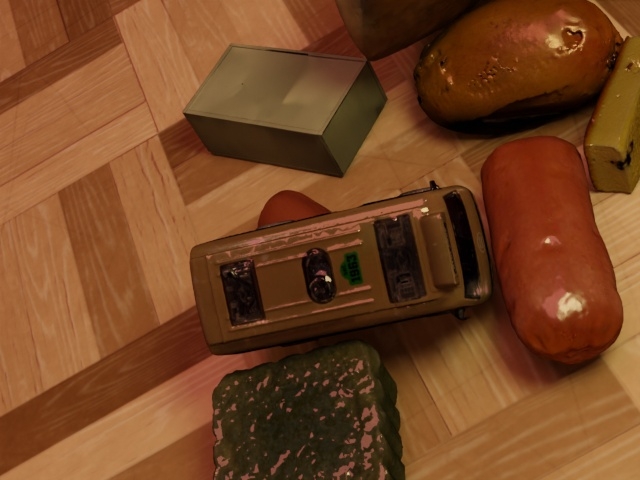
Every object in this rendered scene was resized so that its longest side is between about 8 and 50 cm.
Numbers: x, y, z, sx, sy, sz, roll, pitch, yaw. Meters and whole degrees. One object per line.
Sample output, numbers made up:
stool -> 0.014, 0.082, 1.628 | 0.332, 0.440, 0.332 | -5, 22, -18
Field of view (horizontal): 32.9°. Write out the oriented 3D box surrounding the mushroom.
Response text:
mushroom -> 0.169, -0.365, 1.271 | 0.313, 0.224, 0.397 | -13, 30, 27

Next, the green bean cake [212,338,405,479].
green bean cake -> -0.011, 0.209, 1.067 | 0.183, 0.094, 0.185 | -16, 49, 15

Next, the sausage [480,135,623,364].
sausage -> 0.230, 0.012, 1.091 | 0.113, 0.114, 0.259 | -16, 47, 15

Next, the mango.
mango -> 0.224, -0.209, 1.264 | 0.248, 0.151, 0.156 | -13, 13, 30

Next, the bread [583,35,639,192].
bread -> 0.347, -0.162, 1.187 | 0.049, 0.088, 0.226 | 9, 60, 35

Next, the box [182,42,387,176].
box -> -0.045, -0.171, 1.400 | 0.225, 0.086, 0.130 | 13, 60, 34

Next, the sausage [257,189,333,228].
sausage -> 0.000, 0.000, 1.246 | 0.194, 0.077, 0.077 | 28, 70, 39

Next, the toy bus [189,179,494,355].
toy bus -> 0.022, 0.031, 1.098 | 0.289, 0.157, 0.140 | -11, 88, 16
